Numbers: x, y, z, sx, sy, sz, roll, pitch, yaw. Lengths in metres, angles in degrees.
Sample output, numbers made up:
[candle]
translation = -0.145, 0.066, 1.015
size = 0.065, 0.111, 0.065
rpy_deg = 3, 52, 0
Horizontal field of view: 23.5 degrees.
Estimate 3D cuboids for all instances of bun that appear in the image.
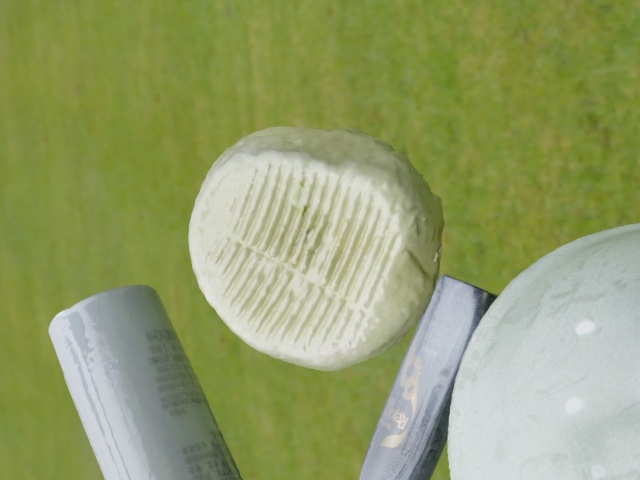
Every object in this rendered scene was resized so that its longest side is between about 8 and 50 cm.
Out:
[bun]
translation = 0.000, 0.000, 0.693
size = 0.069, 0.115, 0.115
rpy_deg = -28, -69, -72

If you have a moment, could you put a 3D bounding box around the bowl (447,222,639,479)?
[bowl]
translation = 0.239, 0.102, 0.909
size = 0.146, 0.313, 0.313
rpy_deg = 100, 159, -64

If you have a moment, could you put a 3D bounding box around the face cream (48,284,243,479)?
[face cream]
translation = -0.071, 0.121, 0.762
size = 0.084, 0.057, 0.198
rpy_deg = 9, -125, -66

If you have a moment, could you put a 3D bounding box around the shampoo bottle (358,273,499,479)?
[shampoo bottle]
translation = 0.092, 0.147, 1.388
size = 0.087, 0.049, 0.233
rpy_deg = 25, 93, 62
